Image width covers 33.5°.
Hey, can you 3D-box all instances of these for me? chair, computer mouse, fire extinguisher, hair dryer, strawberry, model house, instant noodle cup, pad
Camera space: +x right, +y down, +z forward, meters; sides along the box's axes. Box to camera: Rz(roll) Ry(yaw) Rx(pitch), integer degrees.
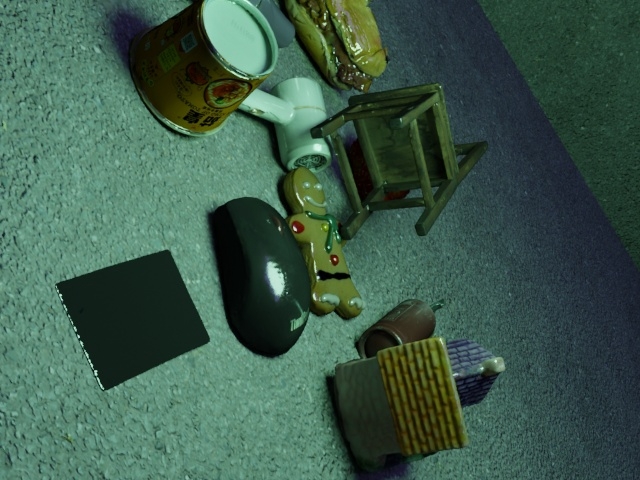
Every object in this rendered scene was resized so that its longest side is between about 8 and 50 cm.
[{"bbox_3d":[0.173,-0.202,2.117,0.416,0.203,0.241,-50,127,-52],"label":"chair"},{"bbox_3d":[-0.084,0.052,1.782,0.170,0.100,0.269,23,48,-55],"label":"computer mouse"},{"bbox_3d":[0.171,0.176,2.117,0.105,0.105,0.269,64,27,0],"label":"fire extinguisher"},{"bbox_3d":[-0.123,-0.248,1.999,0.357,0.107,0.173,16,52,-44],"label":"hair dryer"},{"bbox_3d":[0.128,-0.135,2.317,0.174,0.098,0.228,37,41,-40],"label":"strawberry"},{"bbox_3d":[0.192,0.278,1.844,0.237,0.237,0.202,-2,76,-38],"label":"model house"},{"bbox_3d":[-0.183,-0.569,2.148,0.301,0.121,0.361,25,41,-63],"label":"hair dryer"},{"bbox_3d":[-0.186,-0.306,1.785,0.215,0.172,0.216,24,52,-35],"label":"instant noodle cup"},{"bbox_3d":[-0.263,0.107,1.522,0.265,0.009,0.159,-20,86,-61],"label":"pad"}]

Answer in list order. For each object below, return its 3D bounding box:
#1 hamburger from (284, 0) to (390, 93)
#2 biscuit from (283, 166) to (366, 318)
[{"bbox_3d":[0.026,-0.489,2.373,0.245,0.155,0.282,31,46,-42],"label":"hamburger"},{"bbox_3d":[0.000,0.000,2.014,0.197,0.049,0.301,10,62,-60],"label":"biscuit"}]
